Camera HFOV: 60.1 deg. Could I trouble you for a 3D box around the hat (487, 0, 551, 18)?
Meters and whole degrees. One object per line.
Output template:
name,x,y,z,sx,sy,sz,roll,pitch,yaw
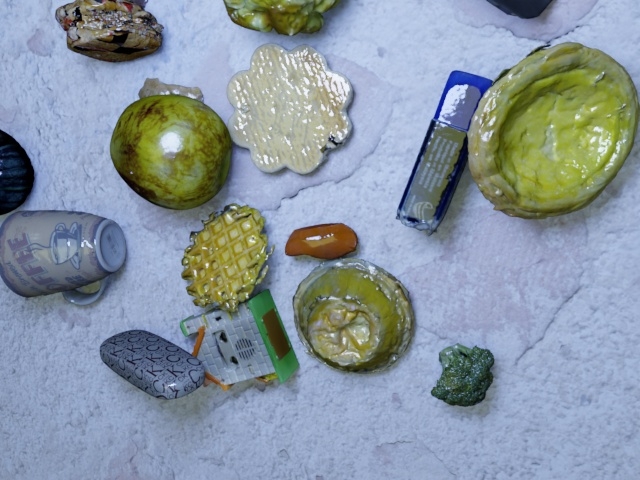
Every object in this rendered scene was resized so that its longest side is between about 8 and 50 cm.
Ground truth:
hat,0.305,-0.616,1.080,0.381,0.257,0.366,36,94,-31

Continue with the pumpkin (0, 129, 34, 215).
pumpkin,-0.892,-0.173,1.433,0.247,0.248,0.248,3,102,15

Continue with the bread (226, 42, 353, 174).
bread,-0.074,-0.299,1.280,0.315,0.054,0.316,3,104,14

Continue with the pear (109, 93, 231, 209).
pear,-0.339,-0.201,1.258,0.283,0.283,0.284,3,102,15

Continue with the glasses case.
glasses case,-0.432,0.308,1.408,0.354,0.137,0.085,14,114,41

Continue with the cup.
cup,-0.643,0.058,1.448,0.256,0.227,0.301,-2,130,12

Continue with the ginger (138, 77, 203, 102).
ginger,-0.370,-0.340,1.346,0.165,0.067,0.096,12,91,11

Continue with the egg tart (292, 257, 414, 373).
egg tart,0.068,0.192,1.309,0.314,0.120,0.315,4,106,15

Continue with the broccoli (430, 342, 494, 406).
broccoli,0.328,0.305,1.263,0.162,0.145,0.138,-52,53,33

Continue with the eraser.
eraser,0.258,-0.181,1.159,0.101,0.155,0.332,21,106,12

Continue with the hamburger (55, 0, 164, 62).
hamburger,-0.481,-0.476,1.266,0.230,0.231,0.107,-9,92,17

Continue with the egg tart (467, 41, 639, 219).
egg tart,0.433,-0.209,1.077,0.345,0.132,0.346,-4,111,-11

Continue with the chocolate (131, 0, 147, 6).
chocolate,-0.455,-0.721,1.276,0.111,0.112,0.321,19,107,21

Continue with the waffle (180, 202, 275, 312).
waffle,-0.242,0.039,1.360,0.262,0.060,0.281,17,90,31

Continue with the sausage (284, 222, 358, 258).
sausage,0.000,0.000,1.307,0.179,0.089,0.089,-5,100,11

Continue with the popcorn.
popcorn,-0.087,-0.551,1.130,0.282,0.282,0.247,17,108,11

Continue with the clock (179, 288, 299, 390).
clock,-0.218,0.269,1.421,0.255,0.106,0.220,-19,95,23
